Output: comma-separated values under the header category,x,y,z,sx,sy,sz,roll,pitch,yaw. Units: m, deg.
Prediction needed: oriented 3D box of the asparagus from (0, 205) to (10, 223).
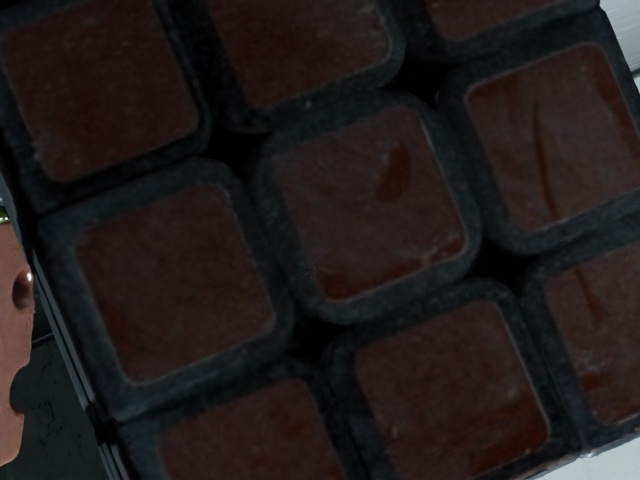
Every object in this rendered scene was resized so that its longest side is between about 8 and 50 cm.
category,x,y,z,sx,sy,sz,roll,pitch,yaw
asparagus,-0.332,0.010,1.163,0.233,0.023,0.022,-17,136,-11

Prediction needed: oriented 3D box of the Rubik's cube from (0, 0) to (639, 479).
category,x,y,z,sx,sy,sz,roll,pitch,yaw
Rubik's cube,0.000,0.000,0.899,0.305,0.303,0.301,-20,177,-10

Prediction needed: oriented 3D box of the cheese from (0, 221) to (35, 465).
category,x,y,z,sx,sy,sz,roll,pitch,yaw
cheese,-0.327,0.068,1.289,0.177,0.202,0.128,10,-170,18

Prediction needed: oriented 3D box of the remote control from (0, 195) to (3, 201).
category,x,y,z,sx,sy,sz,roll,pitch,yaw
remote control,-0.191,-0.055,1.227,0.077,0.022,0.245,-26,176,25
